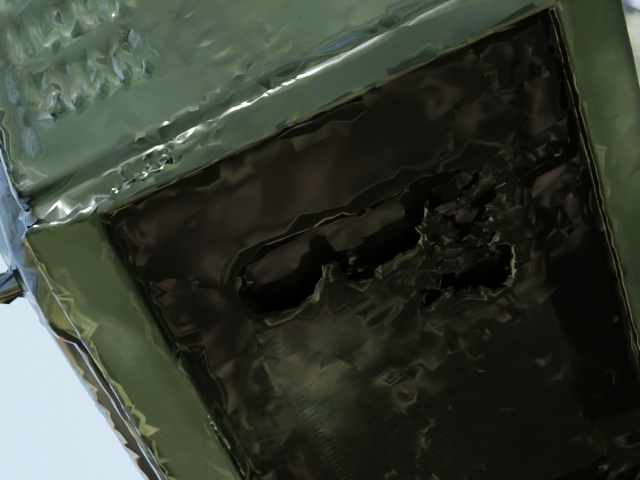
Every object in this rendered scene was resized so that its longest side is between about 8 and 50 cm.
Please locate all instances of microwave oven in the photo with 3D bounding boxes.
[{"bbox_3d":[0.000,0.000,0.603,0.181,0.237,0.295,-26,-44,-2],"label":"microwave oven"}]
